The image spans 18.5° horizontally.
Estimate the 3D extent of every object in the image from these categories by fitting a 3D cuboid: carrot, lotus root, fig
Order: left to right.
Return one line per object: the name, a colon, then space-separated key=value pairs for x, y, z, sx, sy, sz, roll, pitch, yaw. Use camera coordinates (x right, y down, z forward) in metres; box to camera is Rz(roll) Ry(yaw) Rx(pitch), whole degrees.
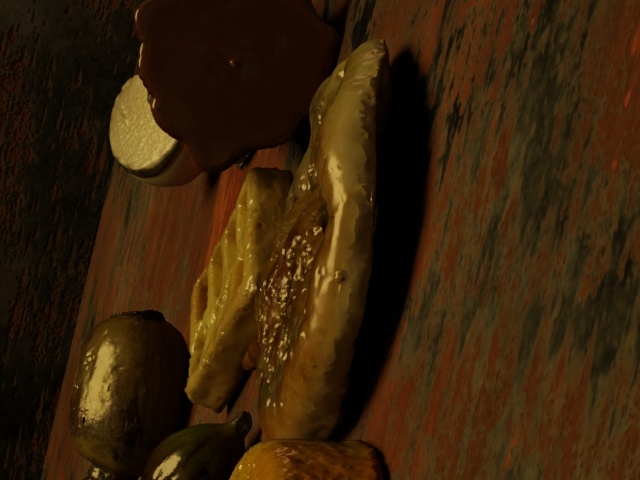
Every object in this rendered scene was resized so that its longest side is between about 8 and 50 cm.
lotus root: x=-0.244 y=0.223 z=2.489 sx=0.154 sy=0.154 sz=0.278 roll=-179 pitch=102 yaw=-77
fig: x=-0.118 y=0.240 z=2.045 sx=0.155 sy=0.109 sz=0.103 roll=-44 pitch=6 yaw=15
carrot: x=-0.056 y=0.109 z=2.027 sx=0.165 sy=0.036 sz=0.035 roll=124 pitch=156 yaw=-64

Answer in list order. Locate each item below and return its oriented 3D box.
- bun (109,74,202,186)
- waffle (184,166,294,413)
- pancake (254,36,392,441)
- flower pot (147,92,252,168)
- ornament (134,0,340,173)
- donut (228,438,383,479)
bun: x=-0.193 y=-0.154 z=2.674 sx=0.173 sy=0.120 sz=0.173 roll=-14 pitch=70 yaw=43
waffle: x=-0.090 y=0.058 z=2.162 sx=0.274 sy=0.057 sz=0.168 roll=120 pitch=158 yaw=-51
pancake: x=0.000 y=0.001 z=1.777 sx=0.387 sy=0.082 sz=0.387 roll=-168 pitch=90 yaw=-81
flower pot: x=-0.136 y=-0.217 z=2.456 sx=0.235 sy=0.140 sz=0.235 roll=-167 pitch=90 yaw=-79
ornament: x=-0.109 y=-0.196 z=2.163 sx=0.217 sy=0.221 sz=0.235 roll=-145 pitch=77 yaw=-81
donut: x=-0.040 y=0.299 z=1.600 sx=0.303 sy=0.110 sz=0.303 roll=-166 pitch=90 yaw=-77
